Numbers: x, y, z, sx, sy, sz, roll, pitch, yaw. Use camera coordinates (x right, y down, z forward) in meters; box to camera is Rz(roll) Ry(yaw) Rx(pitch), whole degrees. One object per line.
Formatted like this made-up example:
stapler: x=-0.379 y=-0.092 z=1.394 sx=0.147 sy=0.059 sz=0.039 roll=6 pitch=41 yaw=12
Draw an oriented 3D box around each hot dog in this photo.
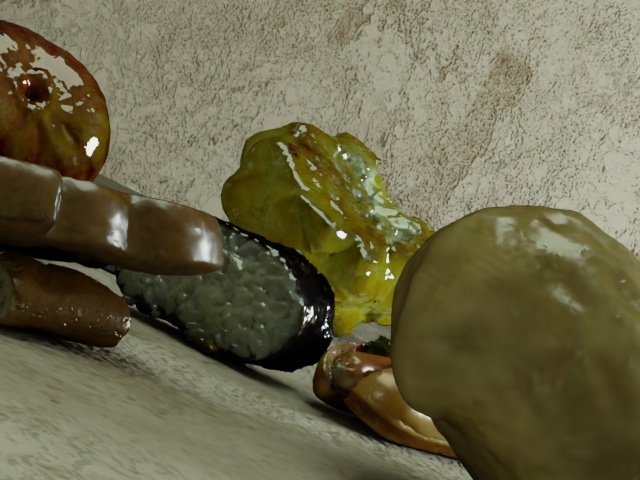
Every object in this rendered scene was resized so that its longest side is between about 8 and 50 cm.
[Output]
hot dog: x=0.076 y=0.111 z=0.965 sx=0.092 sy=0.062 sz=0.235 roll=30 pitch=4 yaw=37

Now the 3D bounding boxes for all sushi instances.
sushi: x=-0.062 y=0.034 z=0.956 sx=0.150 sy=0.091 sz=0.078 roll=23 pitch=-4 yaw=23

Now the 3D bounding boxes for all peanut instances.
peanut: x=0.194 y=0.097 z=0.776 sx=0.387 sy=0.192 sz=0.169 roll=24 pitch=8 yaw=-32

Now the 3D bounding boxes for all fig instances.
fig: x=-0.259 y=-0.075 z=1.017 sx=0.148 sy=0.202 sz=0.149 roll=67 pitch=9 yaw=25

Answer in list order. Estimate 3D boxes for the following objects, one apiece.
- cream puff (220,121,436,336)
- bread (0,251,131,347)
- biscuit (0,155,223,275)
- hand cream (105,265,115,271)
cream puff: x=0.002 y=0.000 z=1.615 sx=0.281 sy=0.185 sz=0.282 roll=30 pitch=29 yaw=-19
bread: x=-0.138 y=0.030 z=0.698 sx=0.047 sy=0.036 sz=0.083 roll=24 pitch=3 yaw=39
biscuit: x=-0.203 y=-0.020 z=0.767 sx=0.278 sy=0.043 sz=0.301 roll=13 pitch=-4 yaw=-20
hand cream: x=-0.176 y=0.020 z=1.199 sx=0.030 sy=0.019 sz=0.093 roll=26 pitch=7 yaw=-5
